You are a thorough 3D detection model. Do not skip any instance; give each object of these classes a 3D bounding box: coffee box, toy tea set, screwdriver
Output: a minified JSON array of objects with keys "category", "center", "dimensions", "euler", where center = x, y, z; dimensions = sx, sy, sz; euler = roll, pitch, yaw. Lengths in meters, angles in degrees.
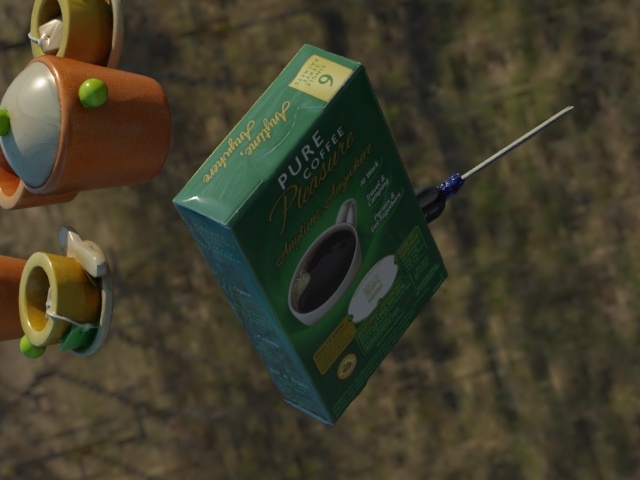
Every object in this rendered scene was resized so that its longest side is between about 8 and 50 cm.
[{"category":"coffee box","center":[0.000,0.000,1.007],"dimensions":[0.040,0.113,0.184],"euler":[26,157,33]},{"category":"toy tea set","center":[-0.221,-0.030,1.433],"dimensions":[0.200,0.124,0.336],"euler":[53,133,46]},{"category":"screwdriver","center":[0.098,-0.048,1.264],"dimensions":[0.025,0.170,0.024],"euler":[57,158,-12]}]
